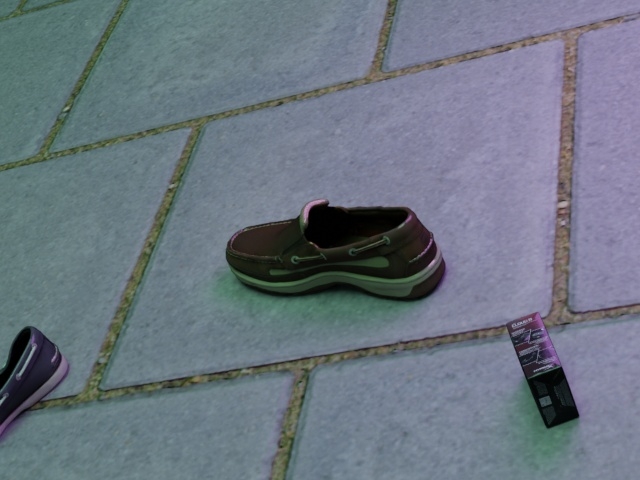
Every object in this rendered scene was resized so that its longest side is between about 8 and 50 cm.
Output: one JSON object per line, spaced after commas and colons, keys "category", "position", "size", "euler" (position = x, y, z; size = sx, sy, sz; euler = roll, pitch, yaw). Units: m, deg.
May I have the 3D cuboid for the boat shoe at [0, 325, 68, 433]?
{"category": "boat shoe", "position": [-0.358, 0.171, 1.368], "size": [0.075, 0.065, 0.206], "euler": [18, 54, 45]}

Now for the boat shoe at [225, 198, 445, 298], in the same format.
{"category": "boat shoe", "position": [0.004, -0.005, 1.344], "size": [0.257, 0.095, 0.095], "euler": [0, 42, 33]}

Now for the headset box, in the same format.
{"category": "headset box", "position": [0.187, 0.106, 1.110], "size": [0.032, 0.062, 0.083], "euler": [-20, 34, 7]}
